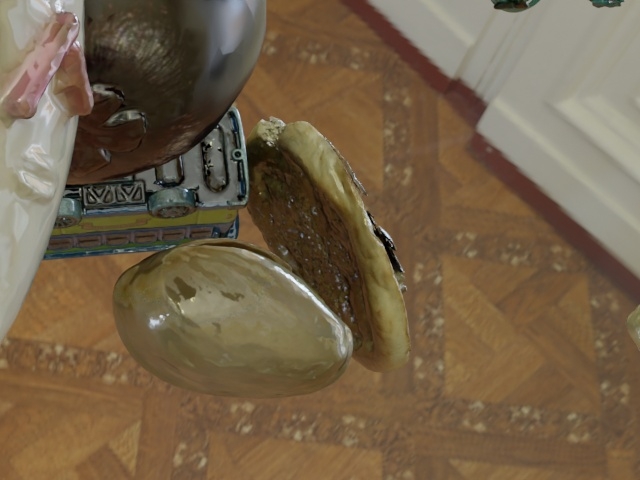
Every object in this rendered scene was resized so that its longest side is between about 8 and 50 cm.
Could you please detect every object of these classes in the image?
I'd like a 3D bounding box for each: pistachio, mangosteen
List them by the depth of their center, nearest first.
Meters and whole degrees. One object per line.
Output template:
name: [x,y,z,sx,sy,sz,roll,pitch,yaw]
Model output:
mangosteen: [-0.202,-0.215,0.996,0.307,0.307,0.346,0,52,-17]
pistachio: [-0.103,0.101,1.413,0.288,0.197,0.166,24,13,-18]

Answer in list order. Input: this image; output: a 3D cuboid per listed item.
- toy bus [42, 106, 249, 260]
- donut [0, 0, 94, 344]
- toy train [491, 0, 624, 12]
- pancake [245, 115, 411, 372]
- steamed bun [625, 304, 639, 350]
toy bus: [-0.258,-0.075,1.586,0.313,0.190,0.151,-5,72,-11]
donut: [-0.200,-0.048,0.355,0.143,0.382,0.382,15,52,22]
toy train: [0.168,-0.265,0.908,0.112,0.203,0.162,20,78,-46]
pancake: [0.001,-0.001,1.623,0.071,0.382,0.382,-28,70,-19]
steamed bun: [0.446,0.127,1.333,0.172,0.141,0.155,36,19,-39]
